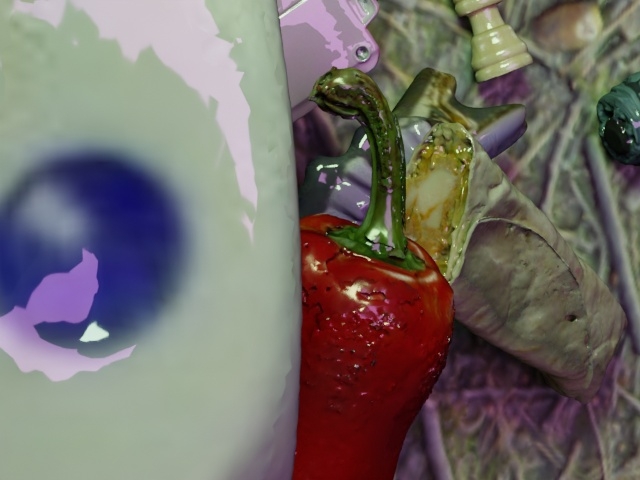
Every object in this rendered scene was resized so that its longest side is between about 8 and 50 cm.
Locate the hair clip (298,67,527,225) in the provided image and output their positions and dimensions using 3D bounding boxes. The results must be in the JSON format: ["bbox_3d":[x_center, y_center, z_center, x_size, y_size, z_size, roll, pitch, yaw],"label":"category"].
[{"bbox_3d":[0.000,0.000,1.055,0.292,0.084,0.106,-41,147,-20],"label":"hair clip"}]

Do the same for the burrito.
[{"bbox_3d":[0.108,0.025,1.064,0.226,0.060,0.087,39,82,-46],"label":"burrito"}]

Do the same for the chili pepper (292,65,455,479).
[{"bbox_3d":[-0.006,0.105,0.982,0.110,0.110,0.388,8,110,-25],"label":"chili pepper"}]

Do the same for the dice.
[{"bbox_3d":[-0.178,-0.007,0.819,0.304,0.277,0.304,-5,98,-12],"label":"dice"}]

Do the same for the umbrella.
[{"bbox_3d":[0.274,-0.111,1.206,0.250,0.052,0.053,-26,63,-24],"label":"umbrella"}]

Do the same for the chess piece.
[{"bbox_3d":[0.092,-0.140,1.131,0.035,0.035,0.092,-21,92,-25],"label":"chess piece"}]

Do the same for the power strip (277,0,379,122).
[{"bbox_3d":[-0.102,-0.065,0.982,0.279,0.037,0.109,-35,105,-4],"label":"power strip"}]

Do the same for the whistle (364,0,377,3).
[{"bbox_3d":[-0.117,-0.136,1.015,0.312,0.062,0.062,5,84,-25],"label":"whistle"}]
